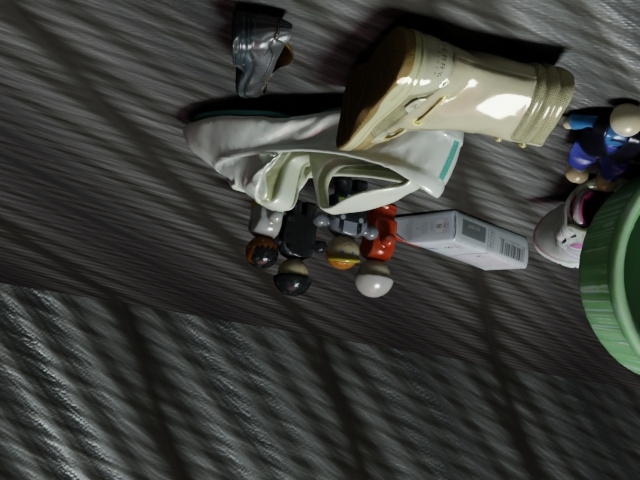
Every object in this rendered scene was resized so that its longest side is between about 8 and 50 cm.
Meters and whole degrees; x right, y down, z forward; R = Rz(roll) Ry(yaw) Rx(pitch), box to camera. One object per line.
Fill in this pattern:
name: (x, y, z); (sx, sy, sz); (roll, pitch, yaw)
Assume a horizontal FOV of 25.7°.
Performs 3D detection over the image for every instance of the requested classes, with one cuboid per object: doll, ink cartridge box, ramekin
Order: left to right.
ink cartridge box: (0.185, 0.007, 2.248); (0.232, 0.066, 0.189); (-11, 159, 43)
doll: (0.340, -0.113, 1.627); (0.129, 0.046, 0.189); (16, 162, 4)
ramekin: (0.463, 0.041, 1.704); (0.303, 0.303, 0.148); (10, 174, -14)

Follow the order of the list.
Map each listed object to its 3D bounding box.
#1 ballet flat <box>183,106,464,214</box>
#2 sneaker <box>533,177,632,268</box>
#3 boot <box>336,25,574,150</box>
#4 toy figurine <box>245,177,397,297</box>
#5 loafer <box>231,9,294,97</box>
ballet flat: (-0.014, -0.097, 1.706); (0.400, 0.139, 0.139); (-1, 165, 33)
sneaker: (0.364, -0.034, 1.881); (0.111, 0.103, 0.252); (19, 157, -29)
boot: (0.136, -0.143, 1.504); (0.203, 0.095, 0.262); (9, 163, -14)
toy figurine: (0.000, 0.000, 2.095); (0.213, 0.148, 0.209); (3, 167, 20)
loafer: (-0.059, -0.189, 1.475); (0.061, 0.062, 0.170); (2, 169, 0)
